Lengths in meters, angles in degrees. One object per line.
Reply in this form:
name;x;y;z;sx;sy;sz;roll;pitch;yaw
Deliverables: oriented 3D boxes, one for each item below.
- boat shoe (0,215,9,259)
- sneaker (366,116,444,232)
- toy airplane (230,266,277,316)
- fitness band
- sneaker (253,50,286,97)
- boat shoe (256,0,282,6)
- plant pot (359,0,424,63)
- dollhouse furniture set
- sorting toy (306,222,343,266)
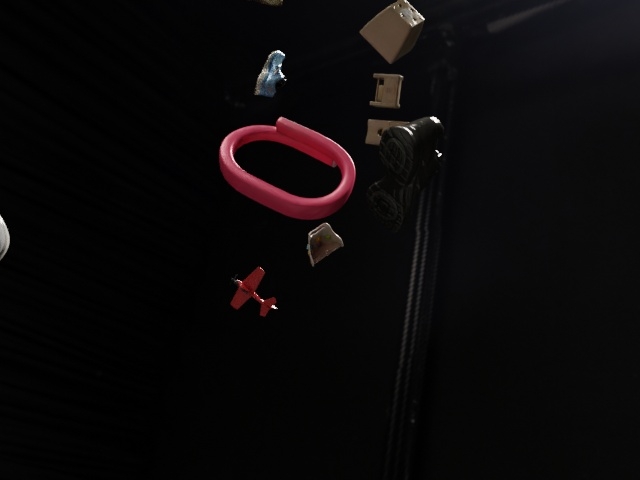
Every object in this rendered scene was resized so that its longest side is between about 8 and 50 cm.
boat shoe;-0.481;-0.077;0.754;0.118;0.320;0.103;-47;-162;-12
sneaker;0.177;-0.124;1.384;0.130;0.286;0.109;-30;-115;-27
toy airplane;-0.182;0.150;1.910;0.151;0.151;0.028;-40;-170;21
fitness band;-0.070;-0.152;1.459;0.290;0.054;0.209;26;-126;12
sneaker;-0.124;-0.442;1.897;0.063;0.073;0.162;121;-11;-59
boat shoe;-0.176;-0.629;1.718;0.068;0.190;0.072;53;-47;45
plant pot;0.179;-0.504;1.661;0.109;0.109;0.096;-42;177;-44
dollhouse furniture set;0.215;-0.342;1.891;0.129;0.129;0.184;10;-83;26
sorting toy;0.000;0.000;1.498;0.083;0.075;0.045;-34;-130;-18
